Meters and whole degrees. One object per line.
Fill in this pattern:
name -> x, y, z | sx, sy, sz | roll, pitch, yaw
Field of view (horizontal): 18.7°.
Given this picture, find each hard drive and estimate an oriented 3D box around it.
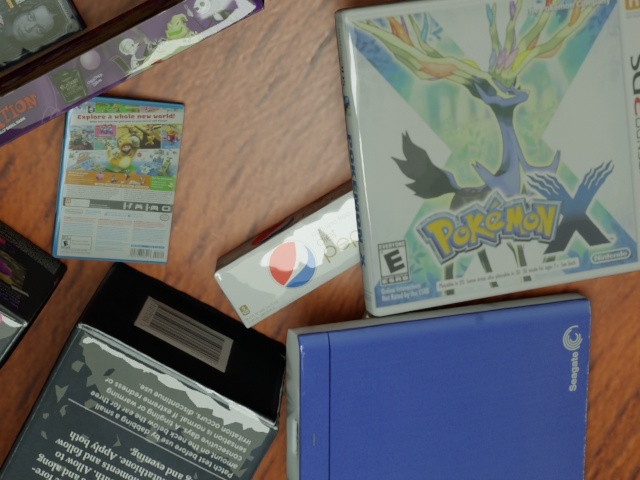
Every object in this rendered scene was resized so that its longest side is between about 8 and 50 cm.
hard drive -> 0.120, 0.173, 1.932 | 0.318, 0.040, 0.210 | -6, 106, -23

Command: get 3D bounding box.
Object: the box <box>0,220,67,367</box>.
box -> -0.361, 0.075, 1.873 | 0.143, 0.270, 0.165 | 35, 100, -5

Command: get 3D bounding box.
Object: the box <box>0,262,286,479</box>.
box -> -0.214, 0.261, 1.896 | 0.212, 0.293, 0.395 | 28, 100, -4

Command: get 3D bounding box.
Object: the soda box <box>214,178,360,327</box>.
soda box -> 0.000, 0.000, 1.954 | 0.216, 0.074, 0.069 | -32, 100, 6

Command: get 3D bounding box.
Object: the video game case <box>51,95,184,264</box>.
video game case -> -0.204, -0.061, 1.959 | 0.119, 0.015, 0.166 | 4, 102, -17

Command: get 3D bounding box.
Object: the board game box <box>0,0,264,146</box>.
board game box -> -0.213, -0.173, 1.856 | 0.347, 0.208, 0.056 | -27, 99, 5

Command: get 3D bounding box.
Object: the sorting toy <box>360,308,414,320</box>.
sorting toy -> 0.098, 0.190, 2.008 | 0.193, 0.038, 0.208 | 23, 100, -4

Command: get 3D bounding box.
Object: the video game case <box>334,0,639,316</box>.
video game case -> 0.187, -0.098, 1.906 | 0.329, 0.036, 0.300 | -9, 101, -15

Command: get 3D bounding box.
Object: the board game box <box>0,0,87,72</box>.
board game box -> -0.361, -0.281, 1.920 | 0.165, 0.042, 0.243 | -27, 99, 5
